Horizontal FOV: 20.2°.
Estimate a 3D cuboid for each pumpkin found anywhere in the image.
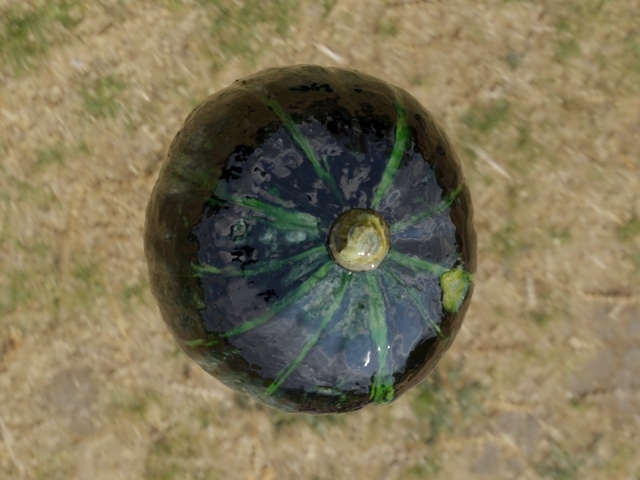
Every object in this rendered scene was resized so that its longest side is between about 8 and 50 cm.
[{"bbox_3d":[0.000,0.000,1.562,0.315,0.238,0.315,-3,99,-18],"label":"pumpkin"}]
